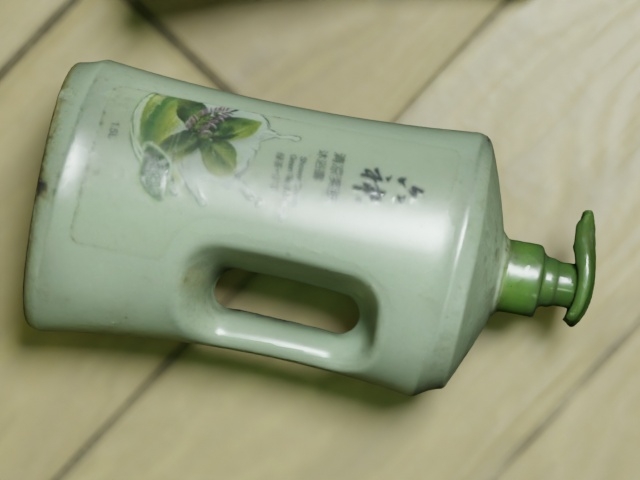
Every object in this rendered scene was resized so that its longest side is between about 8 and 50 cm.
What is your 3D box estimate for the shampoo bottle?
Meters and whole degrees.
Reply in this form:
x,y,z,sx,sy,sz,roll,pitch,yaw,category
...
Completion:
x,y,z,sx,sy,sz,roll,pitch,yaw,category
0.000,0.000,0.827,0.234,0.087,0.118,10,88,1,shampoo bottle
